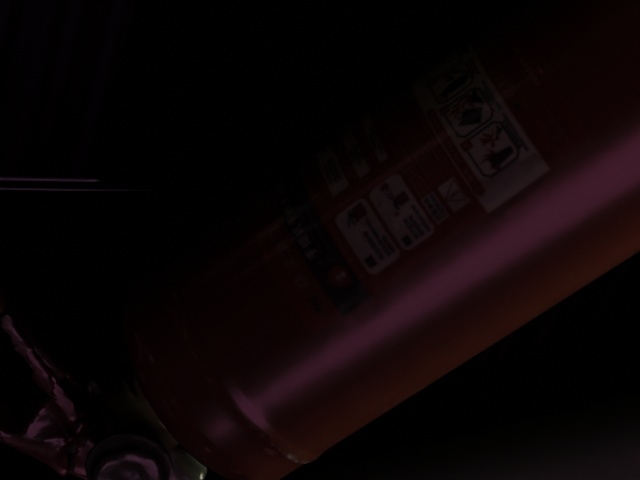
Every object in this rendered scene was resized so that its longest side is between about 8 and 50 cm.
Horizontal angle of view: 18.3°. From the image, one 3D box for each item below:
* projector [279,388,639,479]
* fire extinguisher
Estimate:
[{"bbox_3d":[0.032,0.149,0.922,0.337,0.108,0.108,-12,137,-11],"label":"projector"},{"bbox_3d":[0.000,0.000,0.769,0.337,0.106,0.147,-33,112,12],"label":"fire extinguisher"}]
